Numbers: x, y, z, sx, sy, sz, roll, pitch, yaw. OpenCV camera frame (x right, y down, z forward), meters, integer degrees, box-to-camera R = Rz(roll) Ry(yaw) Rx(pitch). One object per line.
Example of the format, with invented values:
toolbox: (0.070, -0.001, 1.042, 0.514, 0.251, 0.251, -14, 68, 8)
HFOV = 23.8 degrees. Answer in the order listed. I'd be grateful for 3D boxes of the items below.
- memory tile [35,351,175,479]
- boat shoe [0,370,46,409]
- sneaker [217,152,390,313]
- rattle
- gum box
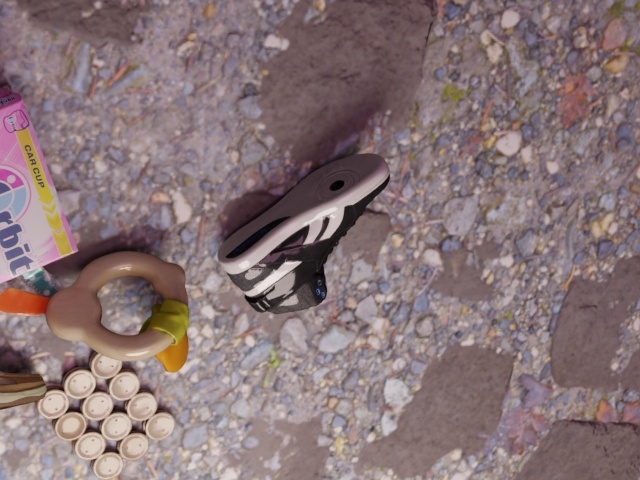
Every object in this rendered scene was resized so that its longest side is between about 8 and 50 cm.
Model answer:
memory tile: (-0.242, 0.196, 1.716, 0.113, 0.012, 0.148, -38, 122, -6)
boat shoe: (-0.364, 0.146, 1.587, 0.190, 0.068, 0.072, -3, 79, -57)
sneaker: (0.000, 0.000, 1.716, 0.217, 0.079, 0.121, -33, 124, 0)
rattle: (-0.245, 0.083, 1.658, 0.200, 0.143, 0.130, -4, 81, -7)
gum box: (-0.331, -0.058, 1.539, 0.107, 0.062, 0.188, -24, 119, -15)
